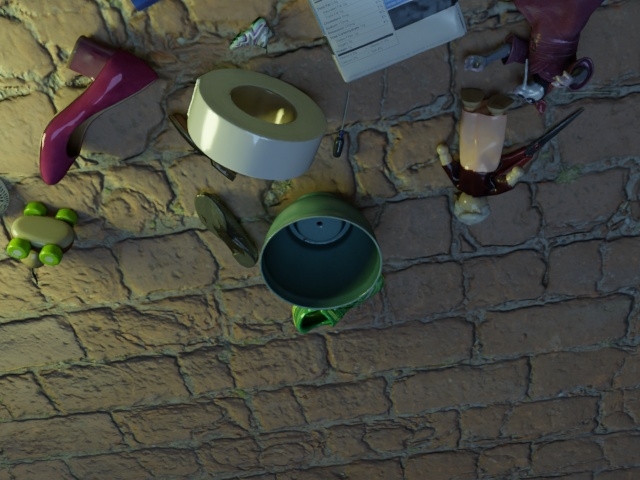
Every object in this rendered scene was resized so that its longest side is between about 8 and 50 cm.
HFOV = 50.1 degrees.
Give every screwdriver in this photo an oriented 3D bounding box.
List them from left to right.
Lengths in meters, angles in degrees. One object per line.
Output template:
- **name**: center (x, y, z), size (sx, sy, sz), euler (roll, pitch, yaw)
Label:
- **screwdriver**: center (0.055, -0.270, 1.607), size (0.025, 0.024, 0.170), euler (27, 126, 15)

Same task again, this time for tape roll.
- **tape roll**: center (-0.134, -0.251, 1.453), size (0.286, 0.286, 0.100), euler (16, 127, -13)

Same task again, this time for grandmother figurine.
- **grandmother figurine**: center (0.379, -0.178, 1.622), size (0.208, 0.104, 0.342), euler (27, 136, 30)

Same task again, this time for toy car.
- **toy car**: center (-0.710, 0.026, 1.752), size (0.149, 0.155, 0.188), euler (13, 136, -11)

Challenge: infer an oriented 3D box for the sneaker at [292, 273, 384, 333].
- **sneaker**: center (0.054, 0.176, 1.890), size (0.295, 0.123, 0.109), euler (-31, 122, 21)

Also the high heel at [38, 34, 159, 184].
- **high heel**: center (-0.506, -0.254, 1.536), size (0.181, 0.127, 0.377), euler (26, 121, -7)

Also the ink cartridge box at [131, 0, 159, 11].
- **ink cartridge box**: center (-0.385, -0.607, 1.310), size (0.165, 0.065, 0.332), euler (-23, 126, 16)

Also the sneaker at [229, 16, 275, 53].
- **sneaker**: center (-0.141, -0.424, 1.471), size (0.098, 0.038, 0.069), euler (-32, 121, 22)

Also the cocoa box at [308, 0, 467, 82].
- **cocoa box**: center (0.098, -0.489, 1.228), size (0.231, 0.347, 0.228), euler (-20, 125, 15)

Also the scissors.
- **scissors**: center (0.513, -0.212, 1.662), size (0.297, 0.021, 0.109), euler (-27, 121, 18)

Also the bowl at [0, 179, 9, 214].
- **bowl**: center (-0.867, -0.099, 1.689), size (0.170, 0.080, 0.170), euler (-1, 128, -1)

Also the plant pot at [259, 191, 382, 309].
- **plant pot**: center (0.000, 0.000, 1.705), size (0.293, 0.196, 0.293), euler (-1, 129, -1)

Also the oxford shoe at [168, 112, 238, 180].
- **oxford shoe**: center (-0.265, -0.235, 1.612), size (0.212, 0.076, 0.076), euler (41, 87, -25)

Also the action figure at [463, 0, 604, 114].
- **action figure**: center (0.480, -0.436, 1.424), size (0.276, 0.248, 0.370), euler (-39, 147, -24)

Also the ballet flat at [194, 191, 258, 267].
- **ballet flat**: center (-0.236, -0.033, 1.773), size (0.084, 0.058, 0.250), euler (-14, 124, 37)
